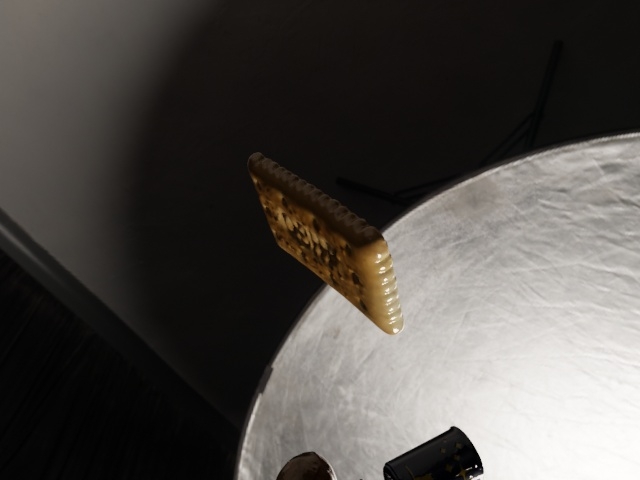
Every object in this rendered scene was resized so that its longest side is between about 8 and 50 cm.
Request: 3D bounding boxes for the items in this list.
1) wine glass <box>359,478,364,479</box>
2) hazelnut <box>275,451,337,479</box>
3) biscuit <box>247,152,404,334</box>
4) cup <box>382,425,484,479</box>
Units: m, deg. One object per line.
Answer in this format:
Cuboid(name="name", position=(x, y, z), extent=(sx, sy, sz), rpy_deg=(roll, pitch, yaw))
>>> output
Cuboid(name="wine glass", position=(0.170, 0.700, 1.418), extent=(0.196, 0.079, 0.079), rpy_deg=(22, 134, 34))
Cuboid(name="hazelnut", position=(-0.036, 0.724, 1.583), extent=(0.214, 0.214, 0.176), rpy_deg=(34, 130, -21))
Cuboid(name="biscuit", position=(-0.001, 0.001, 0.642), extent=(0.030, 0.250, 0.160), rpy_deg=(-35, 134, -19))
Cuboid(name="cup", position=(0.347, 0.710, 1.594), extent=(0.257, 0.255, 0.178), rpy_deg=(-21, 134, -16))
